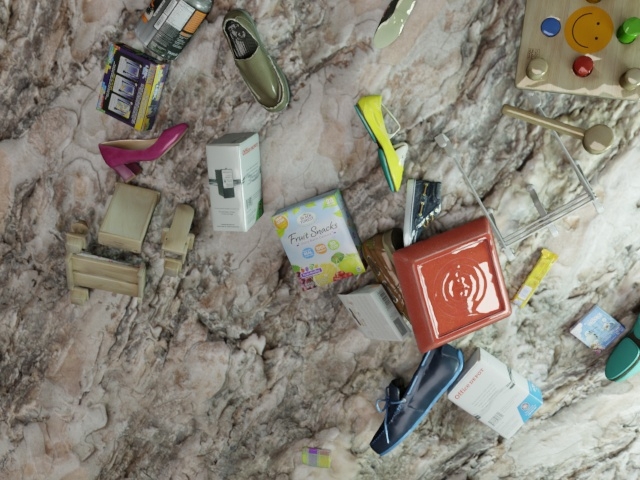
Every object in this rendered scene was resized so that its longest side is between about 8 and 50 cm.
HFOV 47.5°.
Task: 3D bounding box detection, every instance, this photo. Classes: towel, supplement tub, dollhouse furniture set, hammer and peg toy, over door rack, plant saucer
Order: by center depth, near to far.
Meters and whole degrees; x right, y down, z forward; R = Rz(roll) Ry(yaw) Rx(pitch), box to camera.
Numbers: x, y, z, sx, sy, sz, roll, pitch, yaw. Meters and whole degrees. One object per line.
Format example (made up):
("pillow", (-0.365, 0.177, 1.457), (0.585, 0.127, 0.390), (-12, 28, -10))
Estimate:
("hammer and peg toy", (0.519, -0.365, 1.457), (0.265, 0.127, 0.362), (9, 94, 9))
("over door rack", (0.444, -0.152, 1.616), (0.239, 0.108, 0.324), (-31, 87, 18))
("supplement tub", (-0.324, -0.513, 1.635), (0.117, 0.117, 0.190), (41, 111, -4))
("plant saucer", (0.319, 0.107, 1.682), (0.259, 0.047, 0.259), (-20, 103, -15))
("dollhouse furniture set", (-0.490, 0.036, 1.905), (0.303, 0.174, 0.356), (13, 141, -6))
("towel", (-0.010, 0.602, 2.016), (0.083, 0.009, 0.060), (4, 110, 11))

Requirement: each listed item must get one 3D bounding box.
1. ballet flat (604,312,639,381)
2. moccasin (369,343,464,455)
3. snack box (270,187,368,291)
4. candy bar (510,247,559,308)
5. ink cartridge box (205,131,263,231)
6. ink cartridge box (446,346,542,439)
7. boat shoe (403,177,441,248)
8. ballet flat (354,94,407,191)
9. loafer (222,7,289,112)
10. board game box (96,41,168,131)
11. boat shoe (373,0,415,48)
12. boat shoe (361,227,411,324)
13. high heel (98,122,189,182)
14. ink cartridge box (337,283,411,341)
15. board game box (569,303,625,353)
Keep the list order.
("ballet flat", (0.758, 0.238, 1.692), (0.087, 0.083, 0.247), (14, 114, -12))
("moccasin", (0.223, 0.388, 1.844), (0.116, 0.138, 0.342), (37, 98, 2))
("snack box", (0.000, 0.000, 1.771), (0.174, 0.070, 0.207), (-20, 102, 19))
("candy bar", (0.505, 0.093, 1.725), (0.040, 0.018, 0.162), (29, 113, 5))
("ink cartridge box", (-0.200, -0.141, 1.720), (0.086, 0.153, 0.209), (2, 108, 12))
("ink cartridge box", (0.430, 0.379, 1.806), (0.190, 0.082, 0.140), (36, 112, 0))
("boat shoe", (0.237, -0.052, 1.682), (0.083, 0.065, 0.184), (4, 86, 8))
("ballet flat", (0.155, -0.226, 1.662), (0.077, 0.077, 0.231), (-25, 101, 2))
("loafer", (-0.157, -0.403, 1.653), (0.094, 0.087, 0.251), (-26, 102, 19))
("board game box", (-0.451, -0.367, 1.737), (0.141, 0.048, 0.170), (27, 113, 13))
("boat shoe", (0.158, -0.481, 1.587), (0.048, 0.042, 0.133), (23, 115, -24))
("boat shoe", (0.205, 0.117, 1.758), (0.104, 0.110, 0.307), (-22, 96, 35))
("high heel", (-0.434, -0.245, 1.774), (0.244, 0.082, 0.117), (-29, 107, 31))
("ink cartridge box", (0.130, 0.178, 1.784), (0.045, 0.179, 0.145), (-37, 101, -21))
("board game box", (0.660, 0.211, 1.732), (0.090, 0.020, 0.090), (37, 111, -2))
